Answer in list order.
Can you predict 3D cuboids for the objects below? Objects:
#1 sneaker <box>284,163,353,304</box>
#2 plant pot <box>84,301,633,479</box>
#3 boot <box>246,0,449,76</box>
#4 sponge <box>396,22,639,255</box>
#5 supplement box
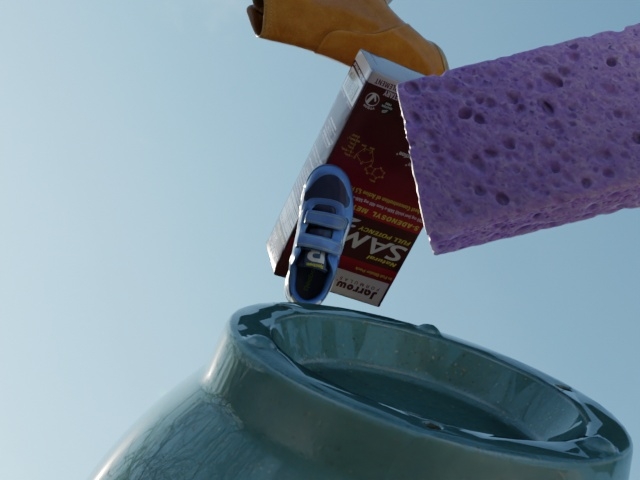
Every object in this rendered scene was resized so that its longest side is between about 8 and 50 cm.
[{"bbox_3d":[0.000,0.000,0.950,0.053,0.059,0.144,10,-83,-1],"label":"sneaker"},{"bbox_3d":[0.019,0.143,0.429,0.293,0.293,0.196,17,-82,11],"label":"plant pot"},{"bbox_3d":[0.026,-0.230,1.190,0.211,0.295,0.104,-4,-25,-27],"label":"boot"},{"bbox_3d":[0.157,-0.069,0.611,0.210,0.117,0.031,-14,-32,6],"label":"sponge"},{"bbox_3d":[0.051,-0.059,1.040,0.130,0.073,0.239,18,-65,-19],"label":"supplement box"}]
